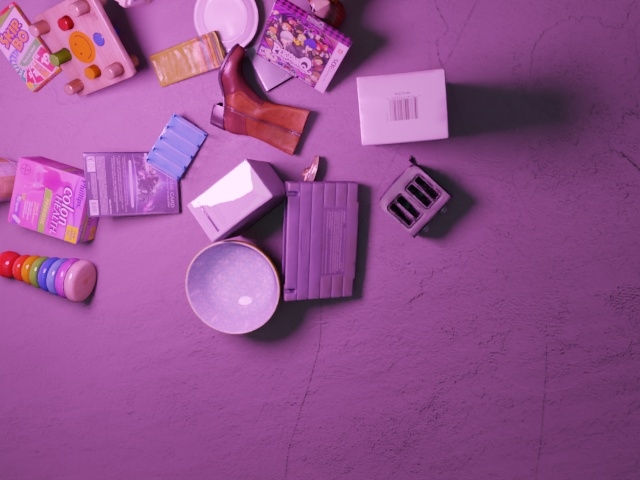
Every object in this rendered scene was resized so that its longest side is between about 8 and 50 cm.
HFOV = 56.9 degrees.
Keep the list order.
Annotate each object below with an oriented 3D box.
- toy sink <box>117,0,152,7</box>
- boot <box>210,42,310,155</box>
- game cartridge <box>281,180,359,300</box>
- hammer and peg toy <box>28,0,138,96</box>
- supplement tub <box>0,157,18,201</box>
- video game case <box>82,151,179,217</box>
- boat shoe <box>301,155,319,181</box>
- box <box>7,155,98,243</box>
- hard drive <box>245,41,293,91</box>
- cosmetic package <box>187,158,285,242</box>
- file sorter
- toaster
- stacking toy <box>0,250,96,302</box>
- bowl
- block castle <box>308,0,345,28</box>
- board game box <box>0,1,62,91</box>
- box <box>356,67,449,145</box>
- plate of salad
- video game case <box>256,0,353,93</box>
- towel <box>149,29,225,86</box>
[{"bbox_3d":[-0.552,-0.763,1.700,0.234,0.153,0.131,31,123,2],"label":"toy sink"},{"bbox_3d":[-0.167,-0.412,1.736,0.280,0.096,0.264,19,109,4],"label":"boot"},{"bbox_3d":[0.000,0.000,1.762,0.230,0.068,0.355,-3,104,-24],"label":"game cartridge"},{"bbox_3d":[-0.701,-0.611,1.690,0.265,0.127,0.361,-8,120,31],"label":"hammer and peg toy"},{"bbox_3d":[-1.036,-0.187,1.855,0.144,0.200,0.144,1,99,7],"label":"supplement tub"},{"bbox_3d":[-0.580,-0.175,1.823,0.274,0.026,0.196,-4,100,-19],"label":"video game case"},{"bbox_3d":[-0.036,-0.196,1.788,0.045,0.050,0.135,17,102,-1],"label":"boat shoe"},{"bbox_3d":[-0.837,-0.131,1.879,0.242,0.117,0.214,18,101,4],"label":"box"},{"bbox_3d":[-0.152,-0.527,1.763,0.094,0.022,0.135,-27,95,11],"label":"hard drive"},{"bbox_3d":[-0.232,-0.120,1.736,0.224,0.224,0.138,-35,88,12],"label":"cosmetic package"},{"bbox_3d":[-0.434,-0.277,1.776,0.118,0.104,0.170,32,96,-20],"label":"file sorter"},{"bbox_3d":[0.273,-0.124,1.727,0.185,0.110,0.168,43,102,0],"label":"toaster"},{"bbox_3d":[-0.914,0.100,1.934,0.330,0.141,0.141,12,101,13],"label":"stacking toy"},{"bbox_3d":[-0.252,0.127,1.819,0.289,0.156,0.290,2,101,8],"label":"bowl"},{"bbox_3d":[-0.022,-0.843,1.601,0.303,0.213,0.453,-41,90,16],"label":"block castle"},{"bbox_3d":[-0.936,-0.611,1.856,0.124,0.039,0.259,-35,91,11],"label":"board game box"},{"bbox_3d":[0.221,-0.345,1.575,0.214,0.345,0.168,-4,98,8],"label":"box"},{"bbox_3d":[-0.277,-0.658,1.744,0.199,0.048,0.200,2,103,9],"label":"plate of salad"},{"bbox_3d":[-0.049,-0.541,1.651,0.232,0.210,0.042,30,60,-7],"label":"video game case"},{"bbox_3d":[-0.399,-0.543,1.772,0.237,0.021,0.102,-13,104,20],"label":"towel"}]
